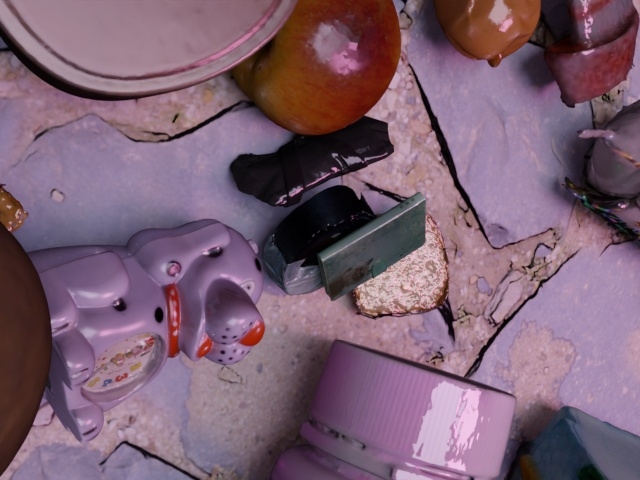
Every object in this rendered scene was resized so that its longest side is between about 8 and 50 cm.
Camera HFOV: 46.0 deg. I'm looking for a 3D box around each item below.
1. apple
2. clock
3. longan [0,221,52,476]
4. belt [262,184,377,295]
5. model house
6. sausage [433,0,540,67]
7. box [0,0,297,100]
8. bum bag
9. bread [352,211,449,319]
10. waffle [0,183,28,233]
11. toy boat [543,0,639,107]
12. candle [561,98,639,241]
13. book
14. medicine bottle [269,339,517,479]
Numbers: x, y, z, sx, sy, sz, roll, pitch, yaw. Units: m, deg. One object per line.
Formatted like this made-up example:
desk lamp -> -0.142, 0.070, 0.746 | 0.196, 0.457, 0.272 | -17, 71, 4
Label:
apple -> 0.002, -0.210, 0.810 | 0.173, 0.160, 0.195 | 0, 101, -46
clock -> -0.164, 0.062, 0.752 | 0.254, 0.189, 0.189 | -20, 102, -29
longan -> -0.344, 0.081, 0.489 | 0.319, 0.319, 0.319 | -2, 95, -24
belt -> 0.000, 0.000, 0.842 | 0.140, 0.058, 0.105 | -38, 148, -1
model house -> 0.366, 0.400, 0.998 | 0.280, 0.230, 0.249 | 26, 108, -21
sausage -> 0.201, -0.327, 0.892 | 0.136, 0.120, 0.241 | 5, 89, -31
box -> -0.187, -0.270, 0.676 | 0.301, 0.216, 0.301 | -3, 97, -25
bum bag -> -0.003, -0.089, 0.852 | 0.198, 0.087, 0.049 | -25, 135, -19
bread -> 0.091, 0.028, 0.919 | 0.126, 0.044, 0.129 | -9, 101, -16
waffle -> -0.444, -0.050, 0.648 | 0.308, 0.091, 0.213 | 43, 77, -22
toy boat -> 0.325, -0.329, 0.929 | 0.206, 0.096, 0.282 | -43, 124, -29
candle -> 0.441, -0.090, 0.985 | 0.330, 0.187, 0.187 | 29, 83, -23
book -> 0.061, 0.011, 0.845 | 0.135, 0.017, 0.103 | -31, 150, -12
medicine bottle -> 0.066, 0.290, 0.813 | 0.256, 0.256, 0.325 | 20, 83, -24
